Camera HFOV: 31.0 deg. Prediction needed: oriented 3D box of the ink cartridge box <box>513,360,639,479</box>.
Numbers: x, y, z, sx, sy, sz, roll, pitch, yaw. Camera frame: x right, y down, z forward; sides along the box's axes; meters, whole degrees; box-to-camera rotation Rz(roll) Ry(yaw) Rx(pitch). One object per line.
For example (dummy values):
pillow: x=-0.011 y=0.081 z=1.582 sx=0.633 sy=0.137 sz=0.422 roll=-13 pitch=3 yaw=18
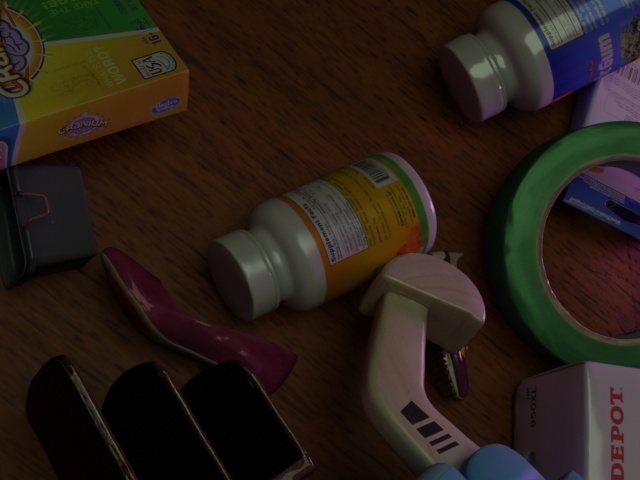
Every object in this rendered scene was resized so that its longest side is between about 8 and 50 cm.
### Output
ink cartridge box: x=0.441 y=0.317 z=1.379 sx=0.395 sy=0.166 sz=0.285 roll=10 pitch=71 yaw=-17

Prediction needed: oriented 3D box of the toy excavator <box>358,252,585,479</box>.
toy excavator: x=0.137 y=0.260 z=1.169 sx=0.445 sy=0.222 sz=0.433 roll=43 pitch=50 yaw=9

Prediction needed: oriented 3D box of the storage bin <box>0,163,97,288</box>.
storage bin: x=-0.301 y=-0.025 z=1.262 sx=0.091 sy=0.098 sz=0.135 roll=-7 pitch=76 yaw=-33

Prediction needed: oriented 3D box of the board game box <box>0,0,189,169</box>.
board game box: x=-0.340 y=-0.196 z=1.267 sx=0.317 sy=0.064 sz=0.242 roll=-23 pitch=60 yaw=-25

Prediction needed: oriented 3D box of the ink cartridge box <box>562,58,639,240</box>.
ink cartridge box: x=0.434 y=-0.137 z=1.583 sx=0.186 sy=0.065 sz=0.311 roll=26 pitch=64 yaw=-11

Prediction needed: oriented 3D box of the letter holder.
letter holder: x=-0.165 y=0.189 z=1.121 sx=0.152 sy=0.302 sz=0.214 roll=-30 pitch=85 yaw=-26

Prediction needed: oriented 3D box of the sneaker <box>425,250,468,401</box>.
sneaker: x=0.165 y=0.100 z=1.402 sx=0.084 sy=0.069 sz=0.185 roll=-11 pitch=78 yaw=-18

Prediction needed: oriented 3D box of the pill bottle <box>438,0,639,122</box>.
pill bottle: x=0.298 y=-0.261 z=1.503 sx=0.272 sy=0.152 sz=0.152 roll=-28 pitch=84 yaw=-7

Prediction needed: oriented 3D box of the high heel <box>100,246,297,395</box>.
high heel: x=-0.135 y=0.083 z=1.284 sx=0.117 sy=0.082 sz=0.244 roll=-41 pitch=93 yaw=-19

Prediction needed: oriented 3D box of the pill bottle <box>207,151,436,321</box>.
pill bottle: x=0.000 y=0.000 z=1.335 sx=0.246 sy=0.136 sz=0.136 roll=-25 pitch=83 yaw=-25

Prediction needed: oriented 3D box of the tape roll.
tape roll: x=0.370 y=0.012 z=1.454 sx=0.321 sy=0.077 sz=0.321 roll=0 pitch=88 yaw=-10
